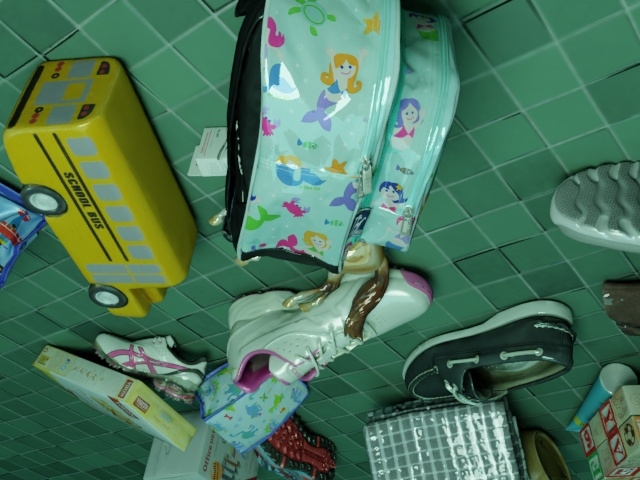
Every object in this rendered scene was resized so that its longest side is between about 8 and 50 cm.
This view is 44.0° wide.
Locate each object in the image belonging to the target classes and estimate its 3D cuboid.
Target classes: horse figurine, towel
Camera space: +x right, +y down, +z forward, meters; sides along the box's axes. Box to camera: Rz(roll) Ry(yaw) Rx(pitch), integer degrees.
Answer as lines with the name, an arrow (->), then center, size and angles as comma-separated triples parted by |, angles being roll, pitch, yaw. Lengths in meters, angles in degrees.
horse figurine -> 0.000, 0.000, 0.919 | 0.174, 0.066, 0.263 | -35, 118, 16
towel -> 0.197, 0.379, 1.204 | 0.234, 0.284, 0.121 | -14, 173, 17

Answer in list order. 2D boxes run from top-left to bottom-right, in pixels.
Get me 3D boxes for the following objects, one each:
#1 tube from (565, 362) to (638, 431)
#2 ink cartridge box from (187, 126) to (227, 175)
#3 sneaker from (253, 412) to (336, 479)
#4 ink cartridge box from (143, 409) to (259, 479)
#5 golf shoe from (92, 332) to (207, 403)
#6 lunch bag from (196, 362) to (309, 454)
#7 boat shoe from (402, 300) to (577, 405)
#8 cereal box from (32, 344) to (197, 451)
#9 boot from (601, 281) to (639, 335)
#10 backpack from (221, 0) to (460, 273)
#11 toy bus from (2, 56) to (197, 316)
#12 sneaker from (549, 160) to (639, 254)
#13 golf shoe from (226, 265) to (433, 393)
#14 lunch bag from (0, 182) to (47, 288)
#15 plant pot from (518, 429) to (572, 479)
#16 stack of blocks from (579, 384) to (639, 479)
tube -> 0.431, 0.253, 1.207 | 0.080, 0.052, 0.207 | 7, 147, 11
ink cartridge box -> -0.102, -0.096, 0.847 | 0.083, 0.048, 0.028 | -1, 142, 12
sneaker -> -0.081, 0.378, 1.423 | 0.125, 0.104, 0.262 | -13, 138, 29
ink cartridge box -> -0.215, 0.412, 1.472 | 0.127, 0.128, 0.176 | -15, 138, 28
golf shoe -> -0.264, 0.181, 1.238 | 0.186, 0.086, 0.067 | 24, 173, 7
lunch bag -> -0.106, 0.247, 1.265 | 0.151, 0.096, 0.129 | -32, 134, 3
boat shoe -> 0.222, 0.179, 1.107 | 0.114, 0.091, 0.302 | 24, 141, -22
cereal box -> -0.334, 0.254, 1.286 | 0.240, 0.047, 0.173 | 11, 149, 38
boot -> 0.490, 0.103, 0.989 | 0.206, 0.090, 0.248 | -7, 146, 41
backpack -> 0.011, -0.120, 0.651 | 0.191, 0.225, 0.254 | 4, 133, 1
toy bus -> -0.233, -0.043, 0.896 | 0.130, 0.108, 0.333 | -2, 141, 11
sneaker -> 0.376, -0.002, 0.827 | 0.281, 0.105, 0.115 | 8, 143, 0
golf shoe -> 0.007, 0.124, 1.043 | 0.306, 0.140, 0.115 | -17, 135, 28
lunch bag -> -0.524, -0.032, 0.968 | 0.293, 0.138, 0.221 | 39, 137, -21
plant pot -> 0.286, 0.428, 1.338 | 0.254, 0.237, 0.237 | -33, 128, 26
stack of blocks -> 0.549, 0.275, 1.128 | 0.297, 0.087, 0.171 | -1, 145, -6
